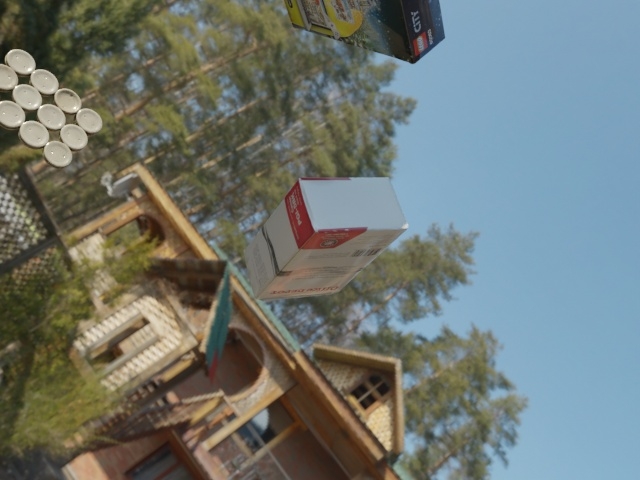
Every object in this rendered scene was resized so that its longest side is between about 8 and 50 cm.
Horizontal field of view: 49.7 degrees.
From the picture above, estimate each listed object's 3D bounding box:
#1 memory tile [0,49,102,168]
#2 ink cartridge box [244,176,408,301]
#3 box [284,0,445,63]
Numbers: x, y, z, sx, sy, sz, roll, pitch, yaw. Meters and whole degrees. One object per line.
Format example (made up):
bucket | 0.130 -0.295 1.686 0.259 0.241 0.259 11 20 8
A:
memory tile | -0.364 -0.169 0.890 0.148 0.113 0.012 42 -42 -21
ink cartridge box | 0.000 0.000 0.638 0.135 0.099 0.056 -47 -126 49
box | 0.009 -0.266 0.550 0.159 0.044 0.233 30 -26 39
